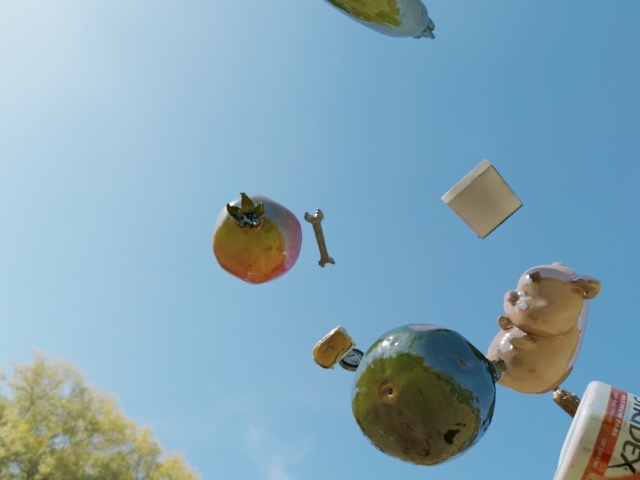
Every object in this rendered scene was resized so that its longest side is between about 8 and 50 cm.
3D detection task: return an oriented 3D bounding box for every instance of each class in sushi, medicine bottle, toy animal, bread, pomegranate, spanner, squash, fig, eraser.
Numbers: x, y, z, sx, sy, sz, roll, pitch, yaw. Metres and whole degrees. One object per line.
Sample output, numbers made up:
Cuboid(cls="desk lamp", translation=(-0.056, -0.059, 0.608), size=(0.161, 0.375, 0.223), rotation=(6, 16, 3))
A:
Cuboid(cls="sushi", translation=(0.690, 0.447, 1.448), size=(0.118, 0.061, 0.060), rotation=(41, -81, 23))
Cuboid(cls="medicine bottle", translation=(0.633, 0.447, 1.066), size=(0.241, 0.252, 0.252), rotation=(20, -53, 26))
Cuboid(cls="toy animal", translation=(0.400, 0.161, 0.954), size=(0.154, 0.166, 0.250), rotation=(17, -80, -18))
Cuboid(cls="bread", translation=(0.028, 0.263, 1.282), size=(0.106, 0.053, 0.072), rotation=(-44, -119, 8))
Cuboid(cls="pomegranate", translation=(-0.159, -0.011, 1.260), size=(0.221, 0.221, 0.257), rotation=(13, -31, 19))
Cuboid(cls="spanner", translation=(0.000, 0.000, 1.430), size=(0.054, 0.015, 0.254), rotation=(-4, -37, 8))
Cuboid(cls="squash", translation=(0.079, -0.369, 0.789), size=(0.094, 0.341, 0.094), rotation=(-15, -110, 46))
Cuboid(cls="fig", translation=(0.168, 0.213, 0.739), size=(0.245, 0.195, 0.195), rotation=(6, -42, -31))
Cuboid(cls="eraser", translation=(0.298, -0.071, 0.958), size=(0.104, 0.023, 0.150), rotation=(-43, -47, 14))

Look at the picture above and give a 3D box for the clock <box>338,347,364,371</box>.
Cuboid(cls="clock", translation=(0.087, 0.328, 1.441), size=(0.085, 0.085, 0.017), rotation=(17, -61, 17))
